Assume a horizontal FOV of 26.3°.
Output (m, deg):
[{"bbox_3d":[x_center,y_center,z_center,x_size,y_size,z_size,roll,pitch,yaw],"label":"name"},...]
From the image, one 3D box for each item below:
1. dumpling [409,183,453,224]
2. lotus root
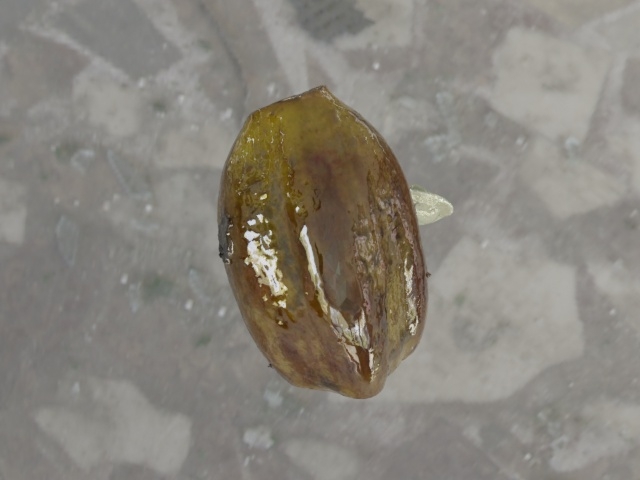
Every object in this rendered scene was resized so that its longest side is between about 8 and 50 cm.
[{"bbox_3d":[0.106,-0.044,1.539,0.077,0.059,0.043,33,71,22],"label":"dumpling"},{"bbox_3d":[-0.005,-0.002,1.302,0.193,0.193,0.291,-22,112,-25],"label":"lotus root"}]
